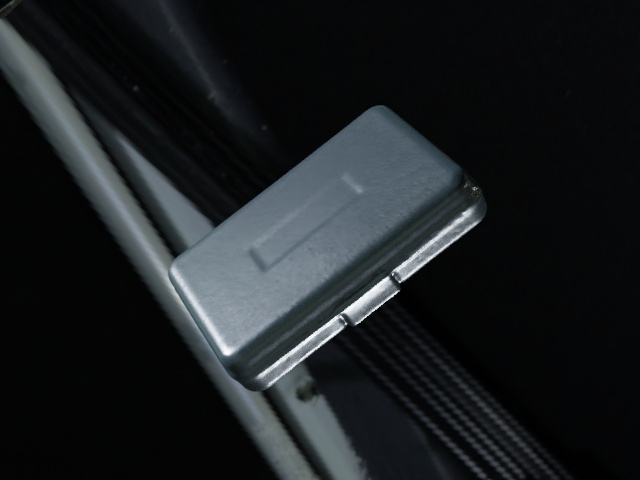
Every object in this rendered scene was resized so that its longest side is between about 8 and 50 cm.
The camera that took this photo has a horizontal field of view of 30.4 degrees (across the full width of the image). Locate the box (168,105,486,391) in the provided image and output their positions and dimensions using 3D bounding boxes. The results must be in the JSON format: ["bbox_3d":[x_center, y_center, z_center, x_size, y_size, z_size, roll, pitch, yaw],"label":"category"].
[{"bbox_3d":[0.000,0.000,0.909,0.230,0.160,0.050,-38,-52,-3],"label":"box"}]

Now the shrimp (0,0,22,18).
[{"bbox_3d":[-0.279,-0.205,0.766,0.137,0.372,0.172,9,-49,57],"label":"shrimp"}]
